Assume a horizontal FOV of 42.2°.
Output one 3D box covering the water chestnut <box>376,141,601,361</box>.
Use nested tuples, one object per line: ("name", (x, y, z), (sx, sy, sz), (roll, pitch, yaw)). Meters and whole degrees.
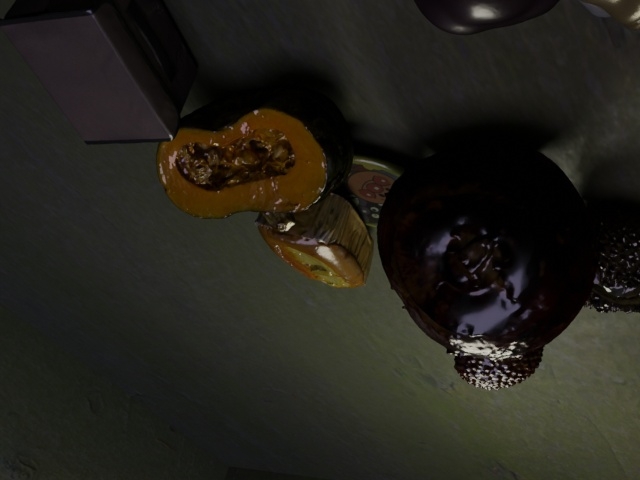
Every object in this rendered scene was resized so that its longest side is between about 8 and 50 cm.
("water chestnut", (0.267, 0.010, 1.277), (0.350, 0.302, 0.350), (11, 111, 31))

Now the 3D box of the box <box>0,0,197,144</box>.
("box", (-0.321, -0.286, 1.243), (0.188, 0.153, 0.252), (1, 145, 26))

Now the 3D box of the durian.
("durian", (0.460, 0.027, 1.327), (0.196, 0.167, 0.196), (20, 130, 25))

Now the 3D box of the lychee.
("lychee", (0.353, 0.213, 1.652), (0.188, 0.188, 0.188), (14, 150, 9))

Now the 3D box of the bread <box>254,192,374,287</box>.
("bread", (0.000, 0.000, 1.507), (0.153, 0.119, 0.288), (16, 165, 22))

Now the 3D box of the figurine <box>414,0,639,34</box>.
("figurine", (0.259, -0.324, 0.872), (0.365, 0.206, 0.218), (-1, 176, -13))

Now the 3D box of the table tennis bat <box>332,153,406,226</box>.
("table tennis bat", (0.021, -0.103, 1.440), (0.369, 0.054, 0.224), (18, 156, -1))

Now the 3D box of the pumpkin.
("pumpkin", (-0.098, -0.120, 1.326), (0.317, 0.139, 0.221), (-8, 117, 25))
